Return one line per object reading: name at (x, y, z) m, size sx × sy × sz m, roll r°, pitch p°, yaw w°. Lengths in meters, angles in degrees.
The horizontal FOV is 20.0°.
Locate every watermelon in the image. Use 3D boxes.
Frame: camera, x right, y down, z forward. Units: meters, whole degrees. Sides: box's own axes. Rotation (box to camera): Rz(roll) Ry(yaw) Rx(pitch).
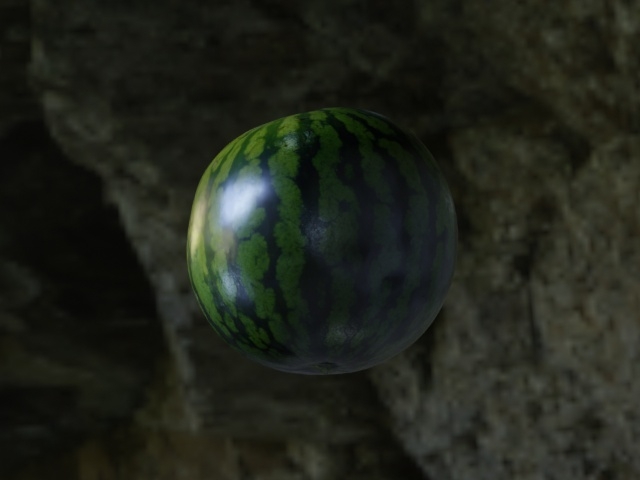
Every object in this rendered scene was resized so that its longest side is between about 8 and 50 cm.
watermelon at (0.000, 0.000, 1.861) m, size 0.285 × 0.285 × 0.285 m, roll -4°, pitch -12°, yaw -1°
